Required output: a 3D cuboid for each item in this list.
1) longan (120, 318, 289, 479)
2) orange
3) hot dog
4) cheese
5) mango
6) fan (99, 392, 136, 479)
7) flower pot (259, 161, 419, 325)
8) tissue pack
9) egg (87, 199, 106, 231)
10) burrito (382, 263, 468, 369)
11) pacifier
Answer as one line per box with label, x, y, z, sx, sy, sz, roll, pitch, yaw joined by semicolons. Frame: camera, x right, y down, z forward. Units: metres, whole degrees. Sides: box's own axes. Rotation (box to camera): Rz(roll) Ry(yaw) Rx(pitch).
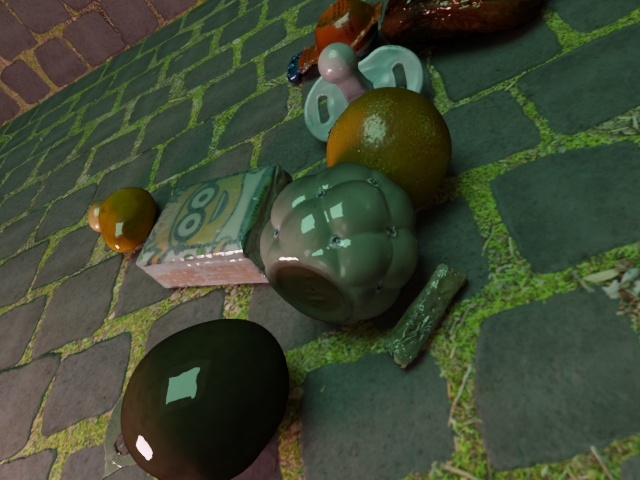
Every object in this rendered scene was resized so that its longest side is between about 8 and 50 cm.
longan;-0.161;0.222;0.747;0.248;0.248;0.248;-20;42;20
orange;0.117;-0.152;0.903;0.236;0.236;0.236;-20;42;20
hot dog;0.309;-0.566;1.194;0.388;0.174;0.266;6;58;39
cheese;0.033;-0.543;1.418;0.329;0.129;0.216;-23;43;35
mango;-0.507;-0.053;1.355;0.147;0.109;0.227;-6;43;-1
fan;-0.354;0.370;0.905;0.182;0.010;0.310;9;57;41
flower pot;0.028;0.009;0.794;0.246;0.246;0.195;2;45;38
tissue pack;-0.212;-0.025;1.094;0.311;0.128;0.227;-7;48;34
egg;-0.618;-0.067;1.472;0.080;0.080;0.096;-10;56;30
burrito;0.152;0.107;0.757;0.051;0.042;0.171;33;78;18
pacifier;0.068;-0.323;1.106;0.287;0.226;0.238;-14;63;28
